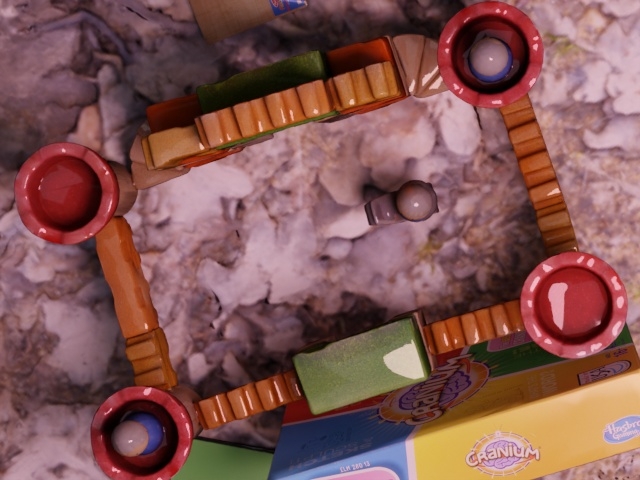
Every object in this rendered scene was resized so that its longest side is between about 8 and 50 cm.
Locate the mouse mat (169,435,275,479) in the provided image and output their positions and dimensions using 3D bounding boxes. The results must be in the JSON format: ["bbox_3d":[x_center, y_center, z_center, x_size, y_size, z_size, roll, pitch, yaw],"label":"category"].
[{"bbox_3d":[-0.078,0.281,1.763,0.152,0.007,0.190,11,103,1],"label":"mouse mat"}]

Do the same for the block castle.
[{"bbox_3d":[0.000,0.000,1.551,0.453,0.213,0.303,-17,90,9],"label":"block castle"}]

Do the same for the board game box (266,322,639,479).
[{"bbox_3d":[0.121,0.150,1.598,0.316,0.242,0.064,-18,101,7],"label":"board game box"}]

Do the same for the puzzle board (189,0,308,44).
[{"bbox_3d":[-0.078,-0.246,1.628,0.096,0.011,0.128,-21,103,7],"label":"puzzle board"}]
